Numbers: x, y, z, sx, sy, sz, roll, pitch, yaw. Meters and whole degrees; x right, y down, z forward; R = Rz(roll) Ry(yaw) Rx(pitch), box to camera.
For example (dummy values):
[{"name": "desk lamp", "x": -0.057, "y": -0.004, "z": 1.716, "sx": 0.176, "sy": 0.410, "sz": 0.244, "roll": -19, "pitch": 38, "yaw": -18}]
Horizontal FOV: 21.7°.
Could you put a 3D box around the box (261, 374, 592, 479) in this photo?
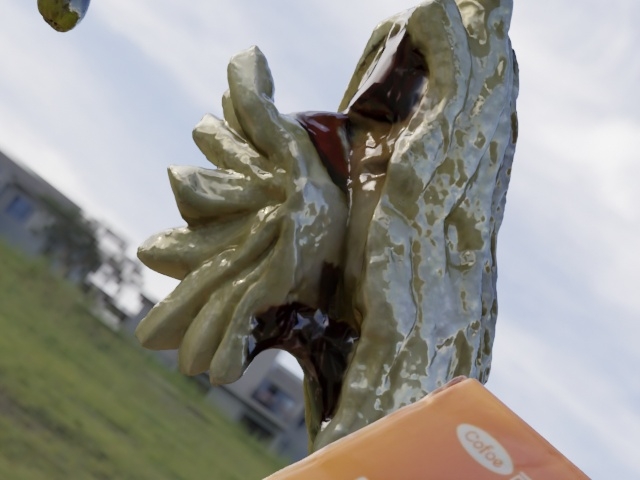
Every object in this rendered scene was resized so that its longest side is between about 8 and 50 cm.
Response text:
[{"name": "box", "x": 0.012, "y": 0.234, "z": 0.782, "sx": 0.225, "sy": 0.341, "sz": 0.143, "roll": 41, "pitch": -35, "yaw": 39}]

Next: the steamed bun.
[{"name": "steamed bun", "x": 0.000, "y": 0.000, "z": 1.275, "sx": 0.189, "sy": 0.428, "sz": 0.247, "roll": 17, "pitch": -8, "yaw": -41}]

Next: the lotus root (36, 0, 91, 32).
[{"name": "lotus root", "x": -0.235, "y": -0.242, "z": 1.556, "sx": 0.049, "sy": 0.099, "sz": 0.054, "roll": 4, "pitch": -16, "yaw": 7}]
